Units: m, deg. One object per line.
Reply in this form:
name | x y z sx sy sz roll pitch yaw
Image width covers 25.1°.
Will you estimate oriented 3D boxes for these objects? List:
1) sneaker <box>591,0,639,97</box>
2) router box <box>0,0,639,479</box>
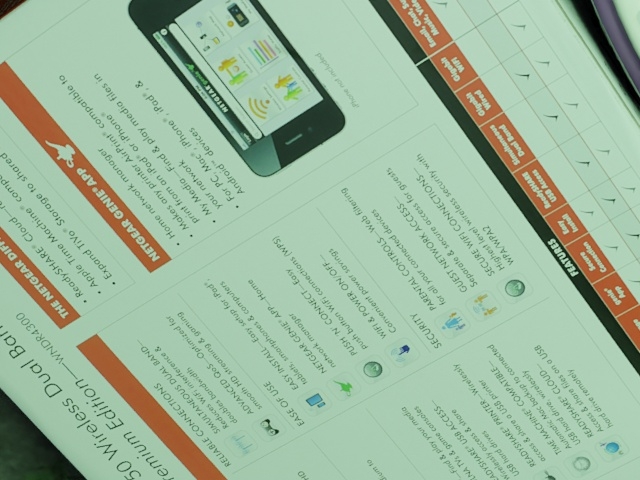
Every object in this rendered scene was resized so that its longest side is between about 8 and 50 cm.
sneaker | 0.233 -0.038 0.582 0.152 0.114 0.305 -30 112 19
router box | 0.000 0.000 0.637 0.301 0.082 0.335 -30 112 18
